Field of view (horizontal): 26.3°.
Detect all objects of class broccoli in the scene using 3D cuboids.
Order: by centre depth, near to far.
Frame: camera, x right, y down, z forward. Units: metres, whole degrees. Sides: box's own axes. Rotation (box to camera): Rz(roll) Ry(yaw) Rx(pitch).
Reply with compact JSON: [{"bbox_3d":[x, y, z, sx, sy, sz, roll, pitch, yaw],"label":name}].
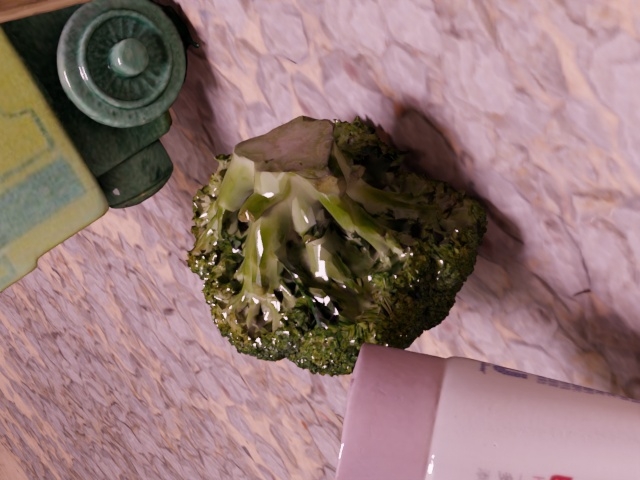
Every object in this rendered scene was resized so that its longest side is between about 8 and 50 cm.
[{"bbox_3d":[0.000,0.000,0.728,0.162,0.146,0.138,26,147,40],"label":"broccoli"}]

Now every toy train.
[{"bbox_3d":[-0.245,-0.155,0.851,0.369,0.237,0.150,60,157,-14],"label":"toy train"}]

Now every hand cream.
[{"bbox_3d":[0.130,0.112,0.638,0.248,0.083,0.133,10,149,6],"label":"hand cream"}]

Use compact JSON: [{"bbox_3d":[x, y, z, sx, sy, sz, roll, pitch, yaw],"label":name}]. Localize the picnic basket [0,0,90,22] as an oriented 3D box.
[{"bbox_3d":[-0.102,-0.195,0.477,0.313,0.228,0.175,130,122,-74],"label":"picnic basket"}]
